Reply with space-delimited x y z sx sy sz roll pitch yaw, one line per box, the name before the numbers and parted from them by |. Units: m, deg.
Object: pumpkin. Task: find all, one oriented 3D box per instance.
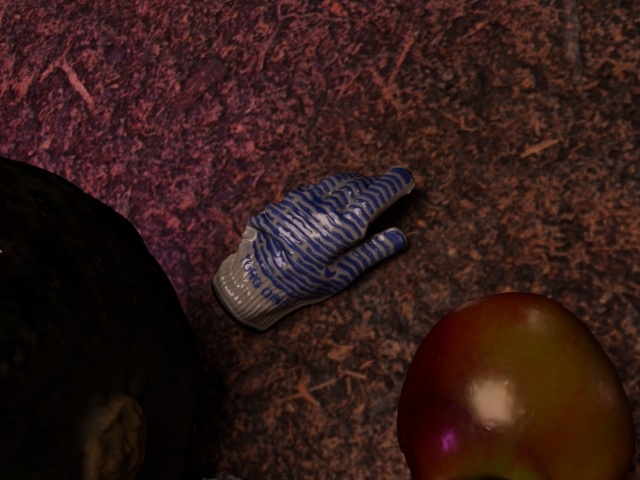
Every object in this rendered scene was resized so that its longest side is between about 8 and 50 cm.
pumpkin | -0.307 0.150 0.927 0.344 0.454 0.454 3 67 27

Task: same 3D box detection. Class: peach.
peach | 0.151 0.131 0.850 0.197 0.197 0.197 -13 59 23

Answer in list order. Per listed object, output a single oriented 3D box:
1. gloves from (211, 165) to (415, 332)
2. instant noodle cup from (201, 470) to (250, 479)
gloves | -0.003 0.002 1.065 0.229 0.097 0.119 -38 83 1
instant noodle cup | 0.009 0.297 0.839 0.236 0.215 0.215 0 65 20
